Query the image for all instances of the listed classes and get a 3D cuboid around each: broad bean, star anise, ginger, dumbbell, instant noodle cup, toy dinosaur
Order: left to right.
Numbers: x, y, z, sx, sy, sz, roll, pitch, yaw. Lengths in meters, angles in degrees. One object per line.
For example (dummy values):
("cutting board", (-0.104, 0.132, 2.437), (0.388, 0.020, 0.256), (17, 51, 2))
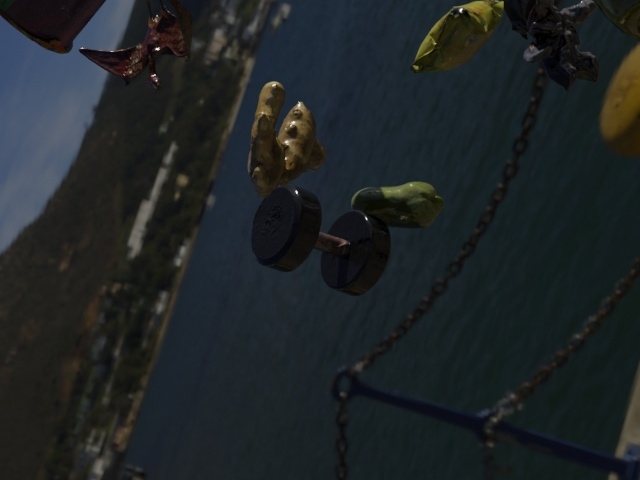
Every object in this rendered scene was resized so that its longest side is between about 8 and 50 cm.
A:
("instant noodle cup", (-0.416, -0.445, 1.612), (0.190, 0.251, 0.251), (-40, 16, 13))
("toy dinosaur", (-0.369, -0.409, 2.108), (0.327, 0.113, 0.207), (27, 102, 49))
("ginger", (-0.048, -0.116, 1.273), (0.193, 0.052, 0.176), (69, -144, -49))
("dumbbell", (0.000, 0.000, 1.842), (0.152, 0.218, 0.152), (-30, 50, 44))
("broad bean", (0.150, -0.068, 1.991), (0.124, 0.174, 0.082), (37, -120, -55))
("star anise", (0.468, -0.425, 2.098), (0.129, 0.212, 0.283), (-33, 50, 44))

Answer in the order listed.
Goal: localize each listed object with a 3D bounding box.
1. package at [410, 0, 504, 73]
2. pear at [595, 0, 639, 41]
("package", (0.271, -0.398, 2.014), (0.168, 0.090, 0.226), (-49, -9, 35))
("pear", (0.495, -0.427, 1.452), (0.253, 0.253, 0.307), (132, 159, -73))
